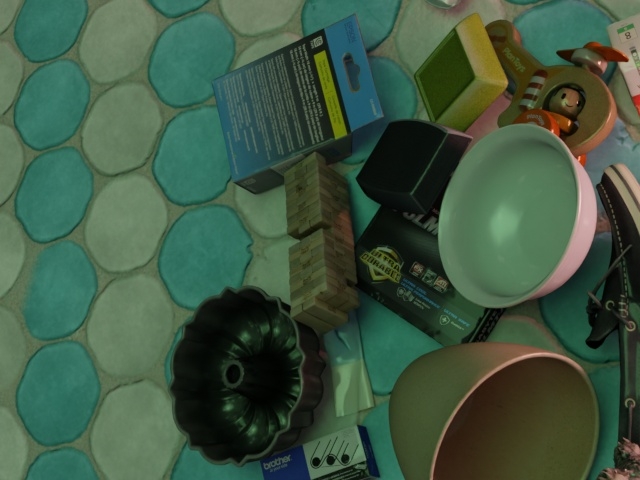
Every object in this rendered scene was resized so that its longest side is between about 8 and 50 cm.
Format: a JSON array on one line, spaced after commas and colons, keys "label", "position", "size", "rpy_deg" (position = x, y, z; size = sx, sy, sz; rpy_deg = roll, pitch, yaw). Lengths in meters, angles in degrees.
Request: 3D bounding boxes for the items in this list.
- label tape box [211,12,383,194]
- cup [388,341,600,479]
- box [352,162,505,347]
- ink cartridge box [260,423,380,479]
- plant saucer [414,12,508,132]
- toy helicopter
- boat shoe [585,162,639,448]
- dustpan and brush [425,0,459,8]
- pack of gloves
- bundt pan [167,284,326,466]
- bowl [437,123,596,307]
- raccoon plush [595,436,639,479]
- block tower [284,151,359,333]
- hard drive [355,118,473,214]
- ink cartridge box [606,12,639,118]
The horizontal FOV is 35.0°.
[{"label": "label tape box", "position": [-0.032, -0.264, 2.007], "size": [0.333, 0.106, 0.241], "rpy_deg": [-21, 68, 19]}, {"label": "cup", "position": [0.242, 0.293, 1.618], "size": [0.237, 0.331, 0.331], "rpy_deg": [29, 90, 56]}, {"label": "box", "position": [0.226, 0.016, 1.818], "size": [0.295, 0.073, 0.293], "rpy_deg": [34, 94, 30]}, {"label": "ink cartridge box", "position": [-0.003, 0.413, 1.833], "size": [0.207, 0.046, 0.097], "rpy_deg": [-25, 65, 19]}, {"label": "plant saucer", "position": [0.241, -0.294, 1.848], "size": [0.188, 0.045, 0.188], "rpy_deg": [-48, 45, 40]}, {"label": "toy helicopter", "position": [0.395, -0.290, 1.789], "size": [0.235, 0.140, 0.355], "rpy_deg": [-45, 48, 16]}, {"label": "boat shoe", "position": [0.488, 0.120, 1.592], "size": [0.156, 0.187, 0.500], "rpy_deg": [-12, 76, 17]}, {"label": "dustpan and brush", "position": [0.215, -0.533, 1.995], "size": [0.211, 0.060, 0.147], "rpy_deg": [28, 78, 24]}, {"label": "pack of gloves", "position": [-0.014, 0.221, 1.895], "size": [0.195, 0.046, 0.232], "rpy_deg": [-19, 68, 20]}, {"label": "bundt pan", "position": [-0.124, 0.254, 1.876], "size": [0.330, 0.124, 0.331], "rpy_deg": [-11, 72, 35]}, {"label": "bowl", "position": [0.337, -0.028, 1.630], "size": [0.298, 0.134, 0.298], "rpy_deg": [-23, 61, 49]}, {"label": "raccoon plush", "position": [0.392, 0.502, 1.450], "size": [0.446, 0.216, 0.299], "rpy_deg": [-38, 85, 10]}, {"label": "block tower", "position": [0.000, 0.000, 1.867], "size": [0.091, 0.097, 0.336], "rpy_deg": [-31, 46, 31]}, {"label": "hard drive", "position": [0.155, -0.139, 1.798], "size": [0.172, 0.054, 0.254], "rpy_deg": [-58, 23, -3]}, {"label": "ink cartridge box", "position": [0.606, -0.298, 1.724], "size": [0.181, 0.056, 0.225], "rpy_deg": [-20, 66, 21]}]
